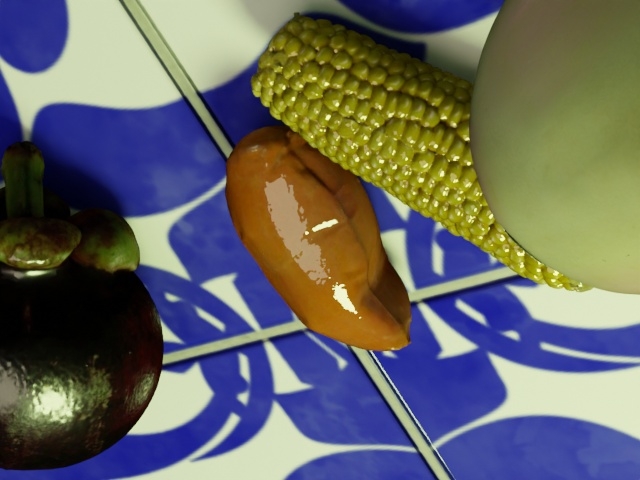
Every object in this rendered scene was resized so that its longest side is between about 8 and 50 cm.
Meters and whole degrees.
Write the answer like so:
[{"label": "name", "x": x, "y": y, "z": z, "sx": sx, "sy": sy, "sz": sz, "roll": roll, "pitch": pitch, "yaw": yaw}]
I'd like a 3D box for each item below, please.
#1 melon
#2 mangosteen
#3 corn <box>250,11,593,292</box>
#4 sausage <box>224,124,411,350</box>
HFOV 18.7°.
[{"label": "melon", "x": 0.218, "y": -0.096, "z": 1.020, "sx": 0.223, "sy": 0.223, "sz": 0.317, "roll": 45, "pitch": 128, "yaw": -15}, {"label": "mangosteen", "x": -0.204, "y": 0.048, "z": 1.370, "sx": 0.194, "sy": 0.194, "sz": 0.230, "roll": 12, "pitch": 105, "yaw": 15}, {"label": "corn", "x": 0.080, "y": -0.056, "z": 1.206, "sx": 0.260, "sy": 0.091, "sz": 0.091, "roll": 31, "pitch": 130, "yaw": 3}, {"label": "sausage", "x": 0.000, "y": 0.000, "z": 1.291, "sx": 0.089, "sy": 0.089, "sz": 0.179, "roll": -17, "pitch": 114, "yaw": 34}]
